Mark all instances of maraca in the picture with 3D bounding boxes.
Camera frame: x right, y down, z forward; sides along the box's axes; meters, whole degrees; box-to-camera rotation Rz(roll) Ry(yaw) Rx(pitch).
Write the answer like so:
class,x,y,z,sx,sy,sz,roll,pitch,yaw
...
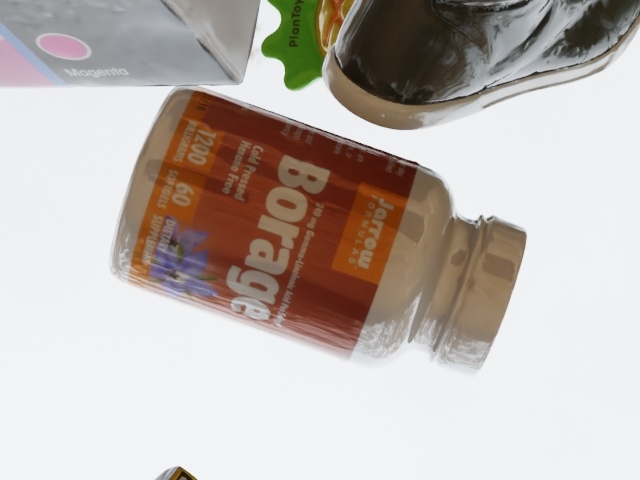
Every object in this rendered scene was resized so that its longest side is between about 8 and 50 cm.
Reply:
class,x,y,z,sx,sy,sz,roll,pitch,yaw
maraca,0.042,-0.161,1.275,0.186,0.099,0.127,3,-96,23

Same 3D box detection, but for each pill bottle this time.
class,x,y,z,sx,sy,sz,roll,pitch,yaw
pill bottle,0.000,0.000,0.976,0.216,0.121,0.121,19,-125,0

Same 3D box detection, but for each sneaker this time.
class,x,y,z,sx,sy,sz,roll,pitch,yaw
sneaker,0.131,-0.170,1.008,0.104,0.147,0.296,42,-136,20

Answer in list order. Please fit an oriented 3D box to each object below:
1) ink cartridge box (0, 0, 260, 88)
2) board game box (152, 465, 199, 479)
class,x,y,z,sx,sy,sz,roll,pitch,yaw
ink cartridge box,-0.172,-0.159,0.616,0.176,0.371,0.069,2,-113,24
board game box,-0.061,0.242,0.812,0.194,0.060,0.194,43,-112,-12
